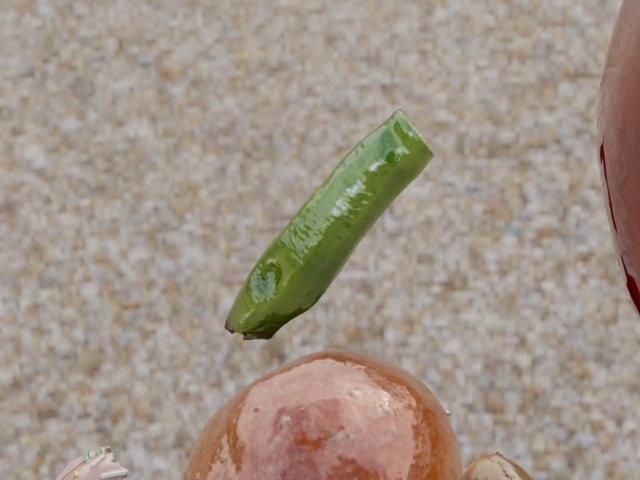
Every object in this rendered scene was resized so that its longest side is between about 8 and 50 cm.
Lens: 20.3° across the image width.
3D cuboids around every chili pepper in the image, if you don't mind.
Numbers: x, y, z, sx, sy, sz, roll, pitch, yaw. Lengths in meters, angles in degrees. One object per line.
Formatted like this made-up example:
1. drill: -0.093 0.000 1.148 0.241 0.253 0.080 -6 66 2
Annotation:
1. chili pepper: 0.000 0.000 1.146 0.052 0.202 0.050 28 25 -25

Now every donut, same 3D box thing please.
1. donut: -0.191 0.267 1.522 0.117 0.166 0.065 -26 2 -3

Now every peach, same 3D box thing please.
1. peach: -0.003 0.199 1.325 0.232 0.233 0.232 -2 37 2

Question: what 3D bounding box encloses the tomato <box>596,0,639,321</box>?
1. tomato: 0.261 -0.056 0.678 0.289 0.325 0.293 24 58 -3

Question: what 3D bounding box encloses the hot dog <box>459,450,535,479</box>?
1. hot dog: 0.106 0.154 0.787 0.038 0.062 0.144 -29 52 -16
